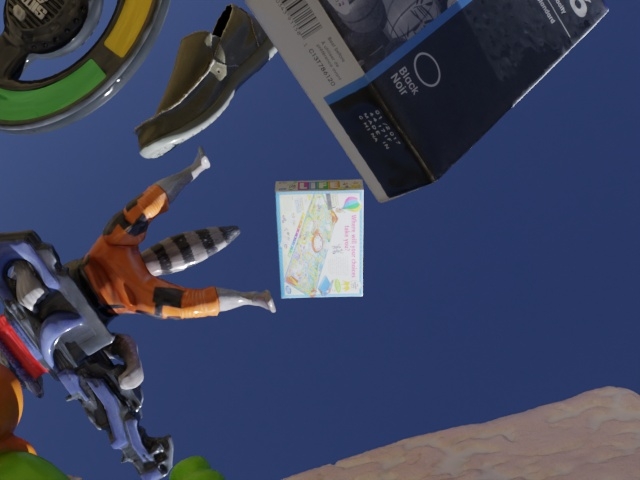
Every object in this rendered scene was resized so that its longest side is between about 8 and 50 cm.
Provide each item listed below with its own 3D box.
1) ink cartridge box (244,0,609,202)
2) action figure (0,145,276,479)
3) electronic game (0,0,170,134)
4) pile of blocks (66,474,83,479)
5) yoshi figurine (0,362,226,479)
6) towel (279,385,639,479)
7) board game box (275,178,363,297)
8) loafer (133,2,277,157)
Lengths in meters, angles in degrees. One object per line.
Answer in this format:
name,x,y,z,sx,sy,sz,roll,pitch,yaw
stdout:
ink cartridge box,0.108,-0.185,0.649,0.065,0.165,0.333,-21,-161,51
action figure,-0.223,0.096,1.019,0.330,0.341,0.178,-25,-168,-4
electronic game,-0.224,-0.195,0.740,0.229,0.048,0.229,-7,-108,21
pile of blocks,-0.224,0.379,1.026,0.113,0.149,0.362,-30,-111,-38
yoshi figurine,-0.124,0.196,0.406,0.362,0.203,0.203,39,-89,27
towel,0.108,0.175,0.557,0.332,0.053,0.317,-13,-177,-8
board game box,0.000,0.000,1.078,0.104,0.154,0.026,-1,-147,0
loafer,-0.144,-0.190,1.035,0.094,0.087,0.251,-22,-154,47
